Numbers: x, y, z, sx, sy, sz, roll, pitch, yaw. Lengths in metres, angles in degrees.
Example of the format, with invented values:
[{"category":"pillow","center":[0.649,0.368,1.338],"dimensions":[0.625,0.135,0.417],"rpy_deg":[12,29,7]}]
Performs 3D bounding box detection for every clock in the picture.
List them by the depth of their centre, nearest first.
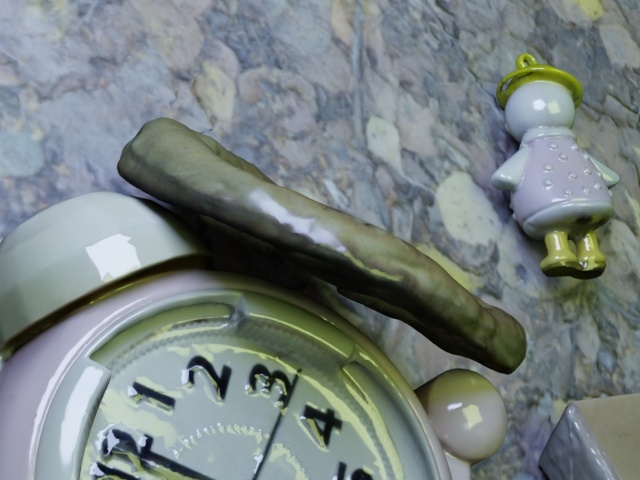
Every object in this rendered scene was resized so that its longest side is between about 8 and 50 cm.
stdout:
[{"category":"clock","center":[-0.074,0.162,0.813],"dimensions":[0.325,0.184,0.342],"rpy_deg":[28,50,-23]}]

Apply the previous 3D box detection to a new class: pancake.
[{"category":"pancake","center":[0.000,0.000,0.897],"dimensions":[0.294,0.294,0.049],"rpy_deg":[28,91,-28]}]

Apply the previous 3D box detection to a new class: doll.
[{"category":"doll","center":[0.197,-0.069,1.205],"dimensions":[0.129,0.081,0.207],"rpy_deg":[1,67,-27]}]

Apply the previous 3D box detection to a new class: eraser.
[{"category":"eraser","center":[0.355,0.184,1.135],"dimensions":[0.343,0.078,0.144],"rpy_deg":[-4,45,-24]}]
